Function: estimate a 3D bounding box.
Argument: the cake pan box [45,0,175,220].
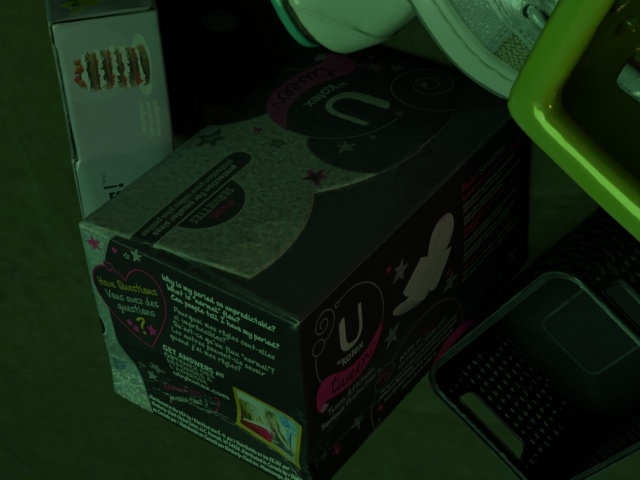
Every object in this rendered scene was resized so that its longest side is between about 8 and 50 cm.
[{"bbox_3d":[-0.140,-0.099,0.865,0.245,0.070,0.266,-106,11,-50],"label":"cake pan box"}]

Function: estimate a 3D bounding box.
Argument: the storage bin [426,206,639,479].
[{"bbox_3d":[0.167,0.072,0.816,0.122,0.084,0.180,46,142,3],"label":"storage bin"}]

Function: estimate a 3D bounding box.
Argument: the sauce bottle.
[{"bbox_3d":[-0.073,-0.108,0.928,0.042,0.042,0.128,29,137,23],"label":"sauce bottle"}]

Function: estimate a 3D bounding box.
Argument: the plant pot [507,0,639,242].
[{"bbox_3d":[0.247,-0.091,0.479,0.227,0.207,0.228,44,142,11],"label":"plant pot"}]

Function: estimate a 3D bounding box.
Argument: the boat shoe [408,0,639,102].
[{"bbox_3d":[0.146,-0.108,0.639,0.320,0.118,0.103,45,131,-16],"label":"boat shoe"}]

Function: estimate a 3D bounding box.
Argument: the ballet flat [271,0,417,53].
[{"bbox_3d":[-0.031,-0.289,0.673,0.139,0.139,0.400,-5,123,47],"label":"ballet flat"}]

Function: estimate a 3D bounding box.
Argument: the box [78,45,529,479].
[{"bbox_3d":[0.000,0.000,0.779,0.163,0.247,0.142,23,135,29],"label":"box"}]
